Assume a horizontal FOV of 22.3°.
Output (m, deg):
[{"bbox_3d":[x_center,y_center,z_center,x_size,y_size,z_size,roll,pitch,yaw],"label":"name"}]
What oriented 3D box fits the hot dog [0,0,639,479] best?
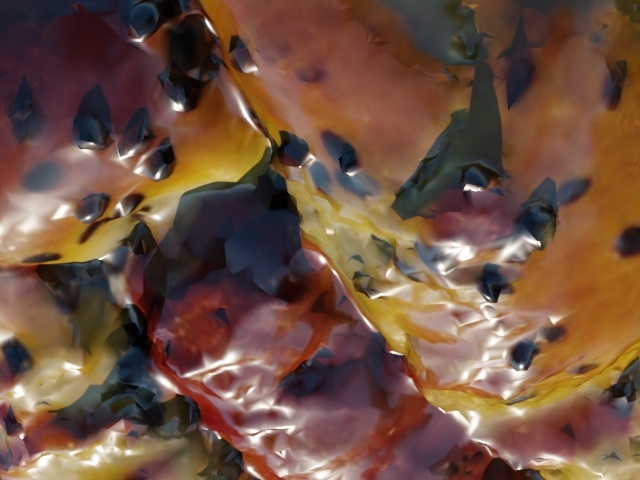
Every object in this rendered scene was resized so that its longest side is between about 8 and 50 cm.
[{"bbox_3d":[0.000,0.000,0.651,0.367,0.196,0.365,-12,124,11],"label":"hot dog"}]
